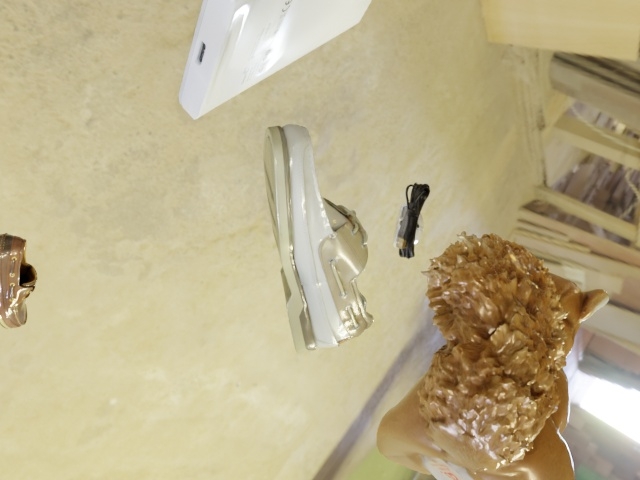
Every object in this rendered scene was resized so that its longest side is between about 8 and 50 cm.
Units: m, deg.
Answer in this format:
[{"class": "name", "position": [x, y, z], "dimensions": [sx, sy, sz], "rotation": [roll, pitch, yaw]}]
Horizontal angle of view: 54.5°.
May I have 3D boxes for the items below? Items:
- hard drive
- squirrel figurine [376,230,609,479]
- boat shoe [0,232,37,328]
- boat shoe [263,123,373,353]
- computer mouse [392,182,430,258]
[{"class": "hard drive", "position": [-0.029, -0.319, 0.840], "dimensions": [0.353, 0.047, 0.233], "rotation": [-40, 175, -32]}, {"class": "squirrel figurine", "position": [0.274, 0.164, 0.881], "dimensions": [0.370, 0.281, 0.397], "rotation": [-52, 147, -25]}, {"class": "boat shoe", "position": [-0.437, 0.063, 0.885], "dimensions": [0.060, 0.064, 0.178], "rotation": [-1, 133, -14]}, {"class": "boat shoe", "position": [0.000, 0.000, 0.707], "dimensions": [0.103, 0.113, 0.302], "rotation": [-10, 130, -4]}, {"class": "computer mouse", "position": [0.137, -0.024, 0.935], "dimensions": [0.193, 0.042, 0.106], "rotation": [20, 79, -85]}]
